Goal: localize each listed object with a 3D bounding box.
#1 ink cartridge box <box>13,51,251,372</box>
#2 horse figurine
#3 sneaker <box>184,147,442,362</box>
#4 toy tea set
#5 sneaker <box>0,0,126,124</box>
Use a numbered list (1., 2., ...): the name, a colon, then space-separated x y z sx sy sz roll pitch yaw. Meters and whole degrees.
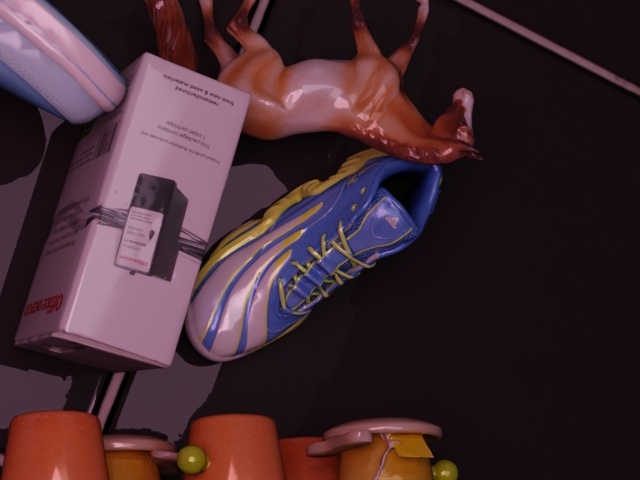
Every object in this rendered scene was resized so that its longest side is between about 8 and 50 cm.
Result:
1. ink cartridge box: -0.139 -0.013 1.134 0.087 0.153 0.208 21 77 -20
2. horse figurine: -0.011 -0.136 1.210 0.263 0.066 0.174 3 66 -5
3. sneaker: 0.000 0.000 1.200 0.240 0.126 0.091 -43 99 -21
4. toy tea set: -0.078 0.195 1.106 0.336 0.200 0.124 4 74 -21
5. sneaker: -0.308 -0.124 1.074 0.319 0.127 0.208 33 87 4
